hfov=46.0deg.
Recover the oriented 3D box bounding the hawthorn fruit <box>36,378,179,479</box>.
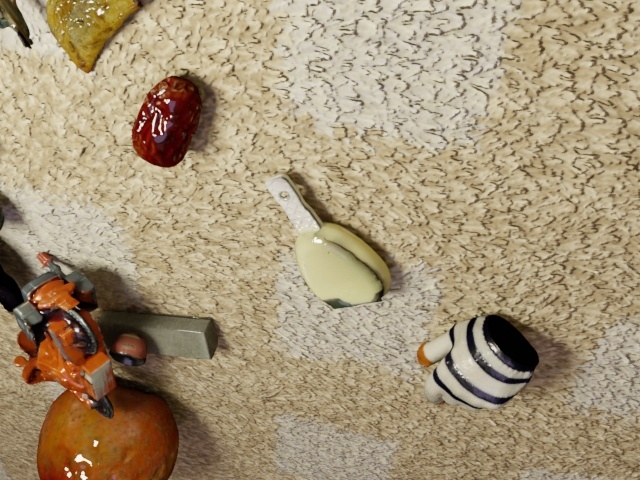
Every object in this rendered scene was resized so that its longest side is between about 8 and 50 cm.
[{"bbox_3d":[-0.435,0.431,1.489,0.277,0.298,0.277,11,126,15],"label":"hawthorn fruit"}]

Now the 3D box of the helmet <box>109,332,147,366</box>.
[{"bbox_3d":[-0.330,0.185,1.309,0.065,0.049,0.084,16,158,-12],"label":"helmet"}]

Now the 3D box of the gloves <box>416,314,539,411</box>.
[{"bbox_3d":[0.231,0.211,1.177,0.140,0.131,0.218,28,128,-10],"label":"gloves"}]

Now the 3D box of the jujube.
[{"bbox_3d":[-0.194,-0.150,0.955,0.077,0.077,0.129,24,132,-9],"label":"jujube"}]

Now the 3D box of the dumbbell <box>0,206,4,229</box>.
[{"bbox_3d":[-0.526,-0.094,1.104,0.110,0.110,0.254,17,132,-1],"label":"dumbbell"}]

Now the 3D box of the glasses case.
[{"bbox_3d":[-0.288,0.165,1.342,0.205,0.047,0.071,4,128,14],"label":"glasses case"}]

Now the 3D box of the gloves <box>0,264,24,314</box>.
[{"bbox_3d":[-0.599,0.063,1.235,0.152,0.197,0.301,-20,151,0],"label":"gloves"}]

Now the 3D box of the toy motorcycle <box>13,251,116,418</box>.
[{"bbox_3d":[-0.437,0.170,1.288,0.221,0.148,0.325,35,143,22],"label":"toy motorcycle"}]

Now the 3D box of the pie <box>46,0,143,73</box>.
[{"bbox_3d":[-0.274,-0.265,0.888,0.092,0.034,0.170,38,140,-25],"label":"pie"}]

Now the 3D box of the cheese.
[{"bbox_3d":[0.000,0.000,1.072,0.127,0.054,0.251,-13,130,29],"label":"cheese"}]

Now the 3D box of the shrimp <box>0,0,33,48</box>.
[{"bbox_3d":[-0.355,-0.340,0.816,0.145,0.059,0.254,-20,123,21],"label":"shrimp"}]
